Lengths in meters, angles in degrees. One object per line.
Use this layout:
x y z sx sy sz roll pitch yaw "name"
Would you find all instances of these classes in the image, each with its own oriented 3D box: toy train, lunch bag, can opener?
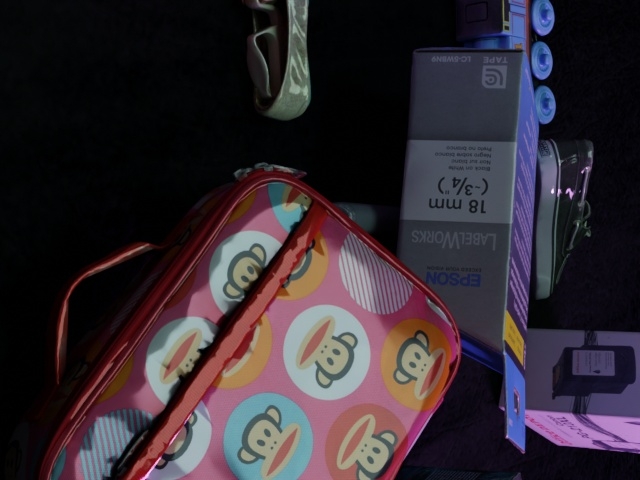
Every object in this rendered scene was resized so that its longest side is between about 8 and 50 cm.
0.199 -0.195 1.358 0.105 0.080 0.184 0 89 -45 "toy train"
-0.067 0.101 0.857 0.258 0.120 0.293 41 69 -18 "lunch bag"
0.000 0.000 1.064 0.280 0.093 0.074 -2 91 -63 "can opener"

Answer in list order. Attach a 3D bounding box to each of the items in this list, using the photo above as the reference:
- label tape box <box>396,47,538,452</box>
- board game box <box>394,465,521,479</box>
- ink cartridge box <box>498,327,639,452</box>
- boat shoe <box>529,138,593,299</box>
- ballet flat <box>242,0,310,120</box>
0.139 0.019 1.160 0.240 0.106 0.333 45 49 -72 "label tape box"
0.085 0.251 1.113 0.186 0.126 0.026 -26 108 -52 "board game box"
0.341 0.170 1.385 0.172 0.237 0.100 35 62 -48 "ink cartridge box"
0.261 -0.018 1.368 0.219 0.070 0.077 86 -4 -46 "boat shoe"
-0.038 -0.183 1.042 0.052 0.057 0.168 -10 95 -44 "ballet flat"
